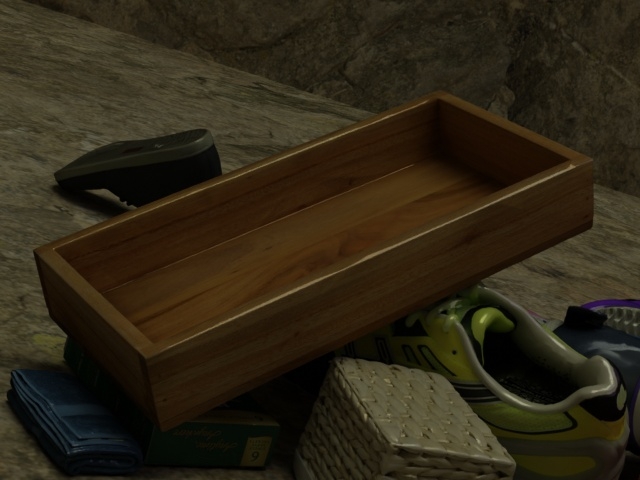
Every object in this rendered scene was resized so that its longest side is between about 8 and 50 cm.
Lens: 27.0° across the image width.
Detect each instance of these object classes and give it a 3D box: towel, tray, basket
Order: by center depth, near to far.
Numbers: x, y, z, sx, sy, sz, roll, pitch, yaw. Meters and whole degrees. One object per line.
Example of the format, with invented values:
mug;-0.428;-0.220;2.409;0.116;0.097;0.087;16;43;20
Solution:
towel;-0.179;0.130;0.970;0.067;0.029;0.119;8;17;-38
basket;0.060;0.166;0.975;0.113;0.103;0.167;12;16;-19
tray;0.000;0.000;1.083;0.411;0.076;0.203;-24;34;-25

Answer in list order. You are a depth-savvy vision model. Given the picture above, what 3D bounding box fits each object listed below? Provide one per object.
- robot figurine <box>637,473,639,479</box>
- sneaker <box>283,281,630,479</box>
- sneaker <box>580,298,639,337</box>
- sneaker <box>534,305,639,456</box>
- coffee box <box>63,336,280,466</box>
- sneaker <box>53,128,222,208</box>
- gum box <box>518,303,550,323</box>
robot figurine;0.317;0.209;1.013;0.158;0.128;0.219;-9;-7;-7
sneaker;0.090;0.077;1.124;0.384;0.147;0.145;25;47;16
sneaker;0.365;0.118;1.582;0.293;0.102;0.146;13;10;-39
sneaker;0.291;0.146;1.296;0.236;0.130;0.323;14;-3;38
coffee box;-0.121;0.119;1.060;0.113;0.040;0.184;9;17;-32
sneaker;-0.213;-0.055;1.586;0.222;0.118;0.083;-6;22;29
gum box;0.181;0.113;1.416;0.188;0.062;0.107;5;19;-43
